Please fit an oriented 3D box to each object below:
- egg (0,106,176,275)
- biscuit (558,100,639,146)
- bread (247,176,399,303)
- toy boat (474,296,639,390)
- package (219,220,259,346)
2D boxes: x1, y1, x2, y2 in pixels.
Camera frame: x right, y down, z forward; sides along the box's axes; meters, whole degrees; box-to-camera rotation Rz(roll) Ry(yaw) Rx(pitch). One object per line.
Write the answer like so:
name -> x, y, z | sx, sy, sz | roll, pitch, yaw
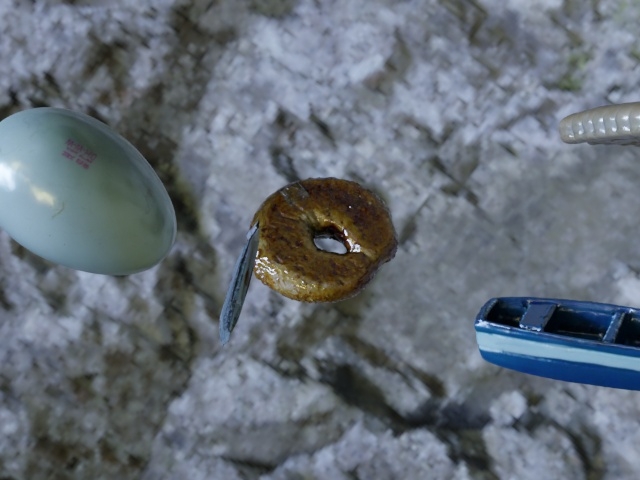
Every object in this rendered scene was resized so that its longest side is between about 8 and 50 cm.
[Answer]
egg -> -0.299, -0.056, 1.496 | 0.264, 0.183, 0.183 | 34, -168, -12
biscuit -> 0.434, -0.116, 1.250 | 0.324, 0.044, 0.217 | 2, 180, -17
bread -> 0.000, 0.000, 1.484 | 0.193, 0.193, 0.064 | 43, 153, 26
toy boat -> 0.316, 0.116, 1.299 | 0.299, 0.062, 0.096 | 7, -158, 23
package -> -0.069, 0.038, 1.029 | 0.015, 0.110, 0.037 | 17, 158, -7
